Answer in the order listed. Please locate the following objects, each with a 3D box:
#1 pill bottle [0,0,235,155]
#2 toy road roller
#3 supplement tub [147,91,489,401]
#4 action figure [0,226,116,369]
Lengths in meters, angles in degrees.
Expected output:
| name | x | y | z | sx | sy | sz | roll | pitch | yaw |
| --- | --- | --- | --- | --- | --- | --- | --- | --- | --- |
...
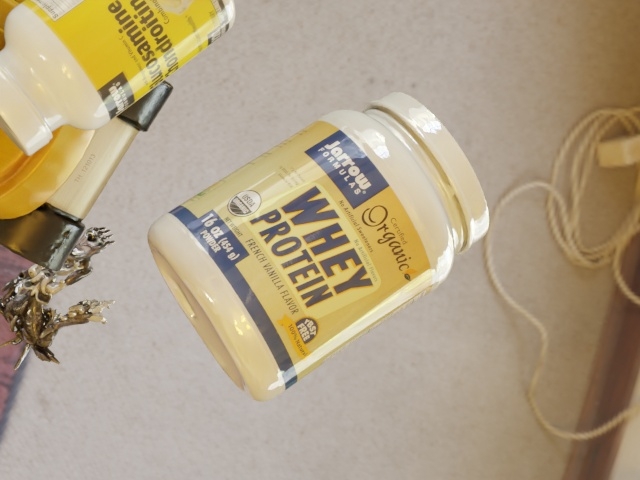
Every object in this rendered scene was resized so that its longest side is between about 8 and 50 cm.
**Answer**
| name | x | y | z | sx | sy | sz | roll | pitch | yaw |
| --- | --- | --- | --- | --- | --- | --- | --- | --- | --- |
| pill bottle | -0.159 | -0.145 | 0.811 | 0.184 | 0.103 | 0.103 | -40 | 123 | -13 |
| toy road roller | -0.311 | -0.142 | 0.958 | 0.202 | 0.329 | 0.240 | -57 | 147 | 0 |
| supplement tub | 0.000 | 0.000 | 1.218 | 0.316 | 0.228 | 0.228 | -33 | 121 | -13 |
| action figure | -0.389 | 0.072 | 1.683 | 0.141 | 0.164 | 0.275 | -13 | 143 | -51 |
